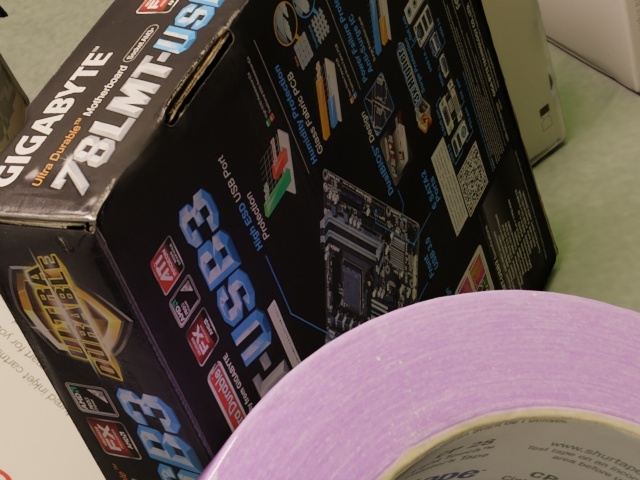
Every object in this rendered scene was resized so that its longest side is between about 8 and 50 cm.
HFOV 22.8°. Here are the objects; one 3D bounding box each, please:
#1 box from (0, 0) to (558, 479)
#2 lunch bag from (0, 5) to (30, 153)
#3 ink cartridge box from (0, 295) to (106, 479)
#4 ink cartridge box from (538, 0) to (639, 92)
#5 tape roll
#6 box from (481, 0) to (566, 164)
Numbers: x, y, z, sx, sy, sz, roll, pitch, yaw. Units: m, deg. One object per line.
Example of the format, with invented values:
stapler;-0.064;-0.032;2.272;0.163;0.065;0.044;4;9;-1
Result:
box;0.000;0.000;0.692;0.073;0.295;0.293;5;45;31
lunch bag;-0.307;-0.028;0.884;0.305;0.256;0.212;-4;41;18
ink cartridge box;-0.115;0.064;0.766;0.160;0.092;0.219;41;58;-1
ink cartridge box;0.223;-0.242;0.982;0.232;0.171;0.168;-32;40;-14
tape roll;0.071;0.158;0.519;0.274;0.090;0.275;8;62;-15
box;0.014;-0.122;0.947;0.127;0.149;0.232;-37;41;-19
